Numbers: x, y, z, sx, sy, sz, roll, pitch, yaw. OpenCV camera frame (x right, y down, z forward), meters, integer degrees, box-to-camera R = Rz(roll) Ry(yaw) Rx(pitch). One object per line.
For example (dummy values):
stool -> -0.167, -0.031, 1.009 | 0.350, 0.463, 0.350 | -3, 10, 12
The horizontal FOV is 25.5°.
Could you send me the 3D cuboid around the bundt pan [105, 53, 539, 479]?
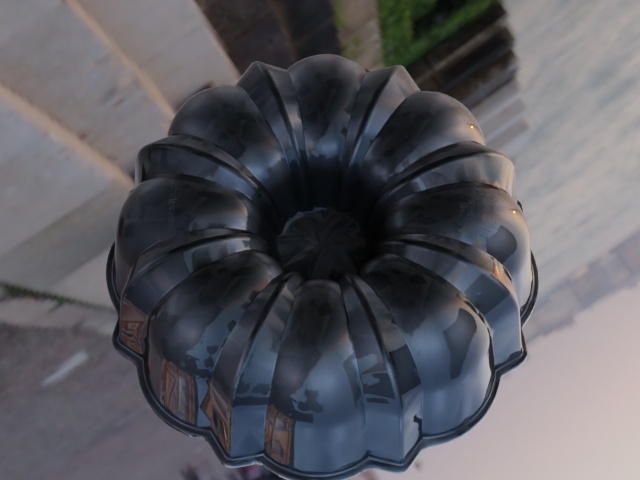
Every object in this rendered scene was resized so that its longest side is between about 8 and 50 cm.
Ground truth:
bundt pan -> 0.000, 0.000, 1.019 | 0.330, 0.331, 0.124 | -33, 157, -15
